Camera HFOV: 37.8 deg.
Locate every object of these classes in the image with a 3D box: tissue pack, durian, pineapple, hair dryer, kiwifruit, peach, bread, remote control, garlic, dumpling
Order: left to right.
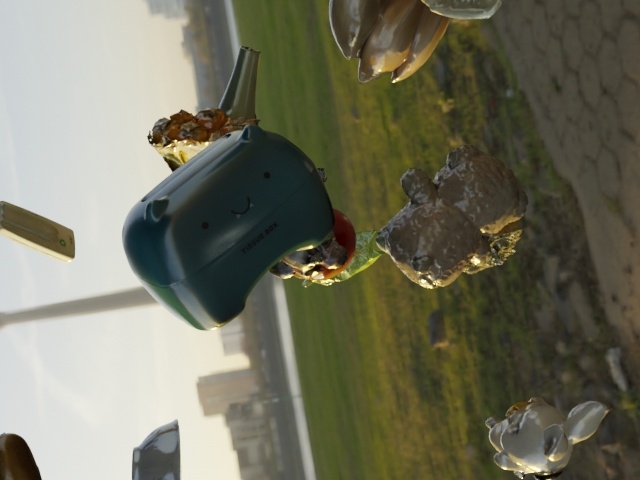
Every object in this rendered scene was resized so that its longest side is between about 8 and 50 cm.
[{"bbox_3d":[-0.469,0.354,1.431,0.075,0.075,0.124,98,150,-77],"label":"kiwifruit"},{"bbox_3d":[-0.666,-0.024,2.190,0.230,0.049,0.090,31,-142,-50],"label":"remote control"},{"bbox_3d":[-0.219,-0.178,1.826,0.186,0.236,0.114,108,168,-50],"label":"pineapple"},{"bbox_3d":[-0.139,-0.032,1.336,0.198,0.287,0.206,16,141,58],"label":"tissue pack"},{"bbox_3d":[-0.214,-0.352,2.320,0.298,0.119,0.295,69,-145,-81],"label":"hair dryer"},{"bbox_3d":[0.000,0.000,2.336,0.197,0.197,0.197,171,90,-86],"label":"peach"},{"bbox_3d":[0.066,0.046,2.484,0.101,0.250,0.139,65,-158,-2],"label":"durian"},{"bbox_3d":[0.155,-0.511,2.091,0.325,0.279,0.132,-54,15,5],"label":"garlic"},{"bbox_3d":[0.219,-0.449,1.512,0.126,0.166,0.215,-19,-88,-71],"label":"dumpling"},{"bbox_3d":[0.344,-0.036,2.182,0.246,0.176,0.195,60,165,22],"label":"bread"}]

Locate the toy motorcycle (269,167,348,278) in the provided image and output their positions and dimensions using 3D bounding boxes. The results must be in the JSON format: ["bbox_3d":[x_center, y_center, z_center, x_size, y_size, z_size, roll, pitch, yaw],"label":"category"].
[{"bbox_3d":[-0.039,-0.048,2.056,0.134,0.207,0.401,-55,-26,-42],"label":"toy motorcycle"}]

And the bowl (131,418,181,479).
[{"bbox_3d":[-0.313,0.431,1.764,0.189,0.086,0.189,-177,90,-77],"label":"bowl"}]

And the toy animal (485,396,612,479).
[{"bbox_3d":[0.472,0.415,1.991,0.325,0.208,0.154,-28,86,60],"label":"toy animal"}]

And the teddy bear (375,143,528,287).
[{"bbox_3d":[0.235,-0.042,1.687,0.236,0.267,0.151,40,173,-20],"label":"teddy bear"}]
